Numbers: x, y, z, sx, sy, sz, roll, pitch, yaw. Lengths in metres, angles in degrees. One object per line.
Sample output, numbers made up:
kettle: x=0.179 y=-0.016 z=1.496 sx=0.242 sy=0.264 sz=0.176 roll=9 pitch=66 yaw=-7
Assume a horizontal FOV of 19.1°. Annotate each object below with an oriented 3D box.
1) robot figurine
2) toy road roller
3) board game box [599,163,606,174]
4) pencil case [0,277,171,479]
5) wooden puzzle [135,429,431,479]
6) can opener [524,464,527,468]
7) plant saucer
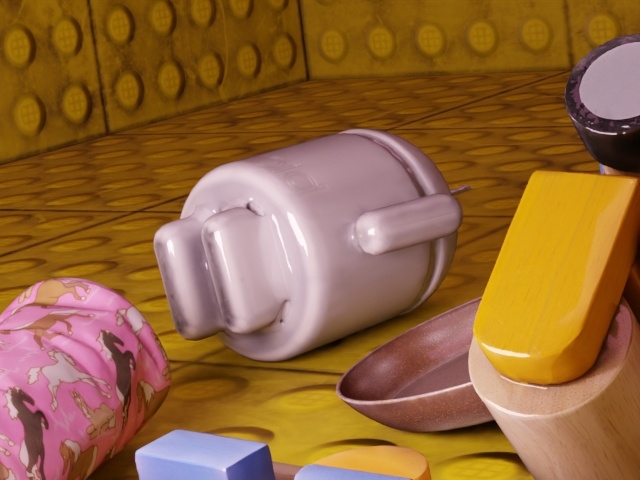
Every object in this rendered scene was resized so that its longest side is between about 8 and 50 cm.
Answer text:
robot figurine: x=0.000 y=0.000 z=1.904 sx=0.300 sy=0.200 sz=0.353 roll=-5 pitch=9 yaw=44
toy road roller: x=0.271 y=0.025 z=1.295 sx=0.240 sy=0.202 sz=0.329 roll=8 pitch=59 yaw=35
board game box: x=0.358 y=-0.089 z=2.107 sx=0.047 sy=0.210 sz=0.160 roll=0 pitch=12 yaw=30
pencil case: x=-0.259 y=0.144 z=1.469 sx=0.160 sy=0.167 sz=0.386 roll=-40 pitch=-3 yaw=24
wooden puzzle: x=-0.066 y=0.198 z=1.258 sx=0.322 sy=0.080 sz=0.348 roll=3 pitch=15 yaw=41
can opener: x=0.240 y=0.138 z=1.423 sx=0.186 sy=0.059 sz=0.073 roll=-5 pitch=12 yaw=6
plant saucer: x=0.165 y=0.090 z=1.594 sx=0.310 sy=0.050 sz=0.310 roll=-22 pitch=7 yaw=3
